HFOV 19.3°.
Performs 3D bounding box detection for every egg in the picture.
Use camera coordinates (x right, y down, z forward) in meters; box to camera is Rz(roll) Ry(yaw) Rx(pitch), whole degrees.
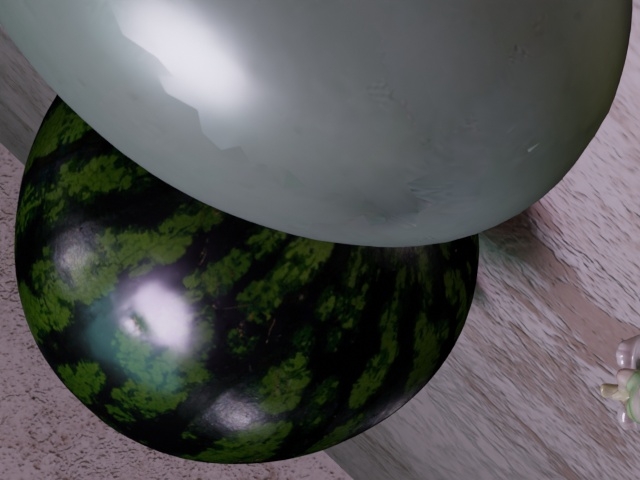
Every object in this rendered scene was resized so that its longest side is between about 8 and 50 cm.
[{"bbox_3d":[-0.018,-0.120,0.648,0.282,0.203,0.203,47,170,4],"label":"egg"}]

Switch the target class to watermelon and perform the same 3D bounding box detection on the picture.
[{"bbox_3d":[-0.046,-0.003,1.069,0.269,0.269,0.269,44,169,10],"label":"watermelon"}]

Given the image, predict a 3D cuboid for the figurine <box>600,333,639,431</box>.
[{"bbox_3d":[0.201,0.092,0.886,0.146,0.098,0.081,32,150,58],"label":"figurine"}]
